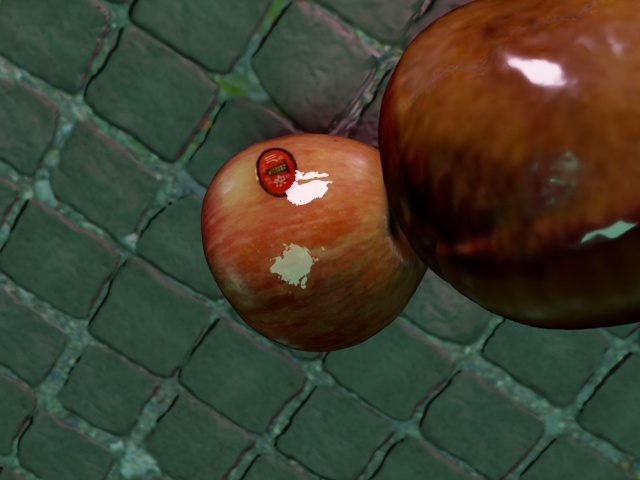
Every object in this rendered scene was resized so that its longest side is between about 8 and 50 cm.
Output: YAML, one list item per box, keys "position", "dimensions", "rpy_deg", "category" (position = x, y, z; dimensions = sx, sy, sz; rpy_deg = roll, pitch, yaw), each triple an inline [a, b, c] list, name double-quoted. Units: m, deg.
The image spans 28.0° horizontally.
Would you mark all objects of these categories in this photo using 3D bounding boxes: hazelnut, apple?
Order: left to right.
- position: [0.000, 0.000, 0.840]
  dimensions: [0.131, 0.146, 0.146]
  rpy_deg: [-21, 110, 18]
  category: "apple"
- position: [0.145, -0.044, 0.753]
  dimensions: [0.229, 0.229, 0.229]
  rpy_deg: [6, 118, 12]
  category: "hazelnut"
